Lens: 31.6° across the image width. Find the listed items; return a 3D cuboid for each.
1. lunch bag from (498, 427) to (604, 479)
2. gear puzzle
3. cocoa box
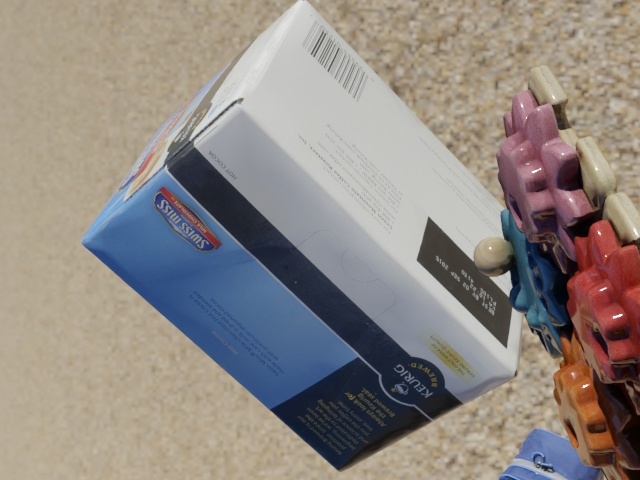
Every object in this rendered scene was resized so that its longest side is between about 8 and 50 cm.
[{"bbox_3d":[0.178,0.200,0.880,0.067,0.065,0.098,18,140,33],"label":"lunch bag"},{"bbox_3d":[0.140,0.096,0.482,0.175,0.044,0.339,80,172,-53],"label":"gear puzzle"},{"bbox_3d":[0.000,0.000,1.073,0.228,0.347,0.231,-36,18,32],"label":"cocoa box"}]
